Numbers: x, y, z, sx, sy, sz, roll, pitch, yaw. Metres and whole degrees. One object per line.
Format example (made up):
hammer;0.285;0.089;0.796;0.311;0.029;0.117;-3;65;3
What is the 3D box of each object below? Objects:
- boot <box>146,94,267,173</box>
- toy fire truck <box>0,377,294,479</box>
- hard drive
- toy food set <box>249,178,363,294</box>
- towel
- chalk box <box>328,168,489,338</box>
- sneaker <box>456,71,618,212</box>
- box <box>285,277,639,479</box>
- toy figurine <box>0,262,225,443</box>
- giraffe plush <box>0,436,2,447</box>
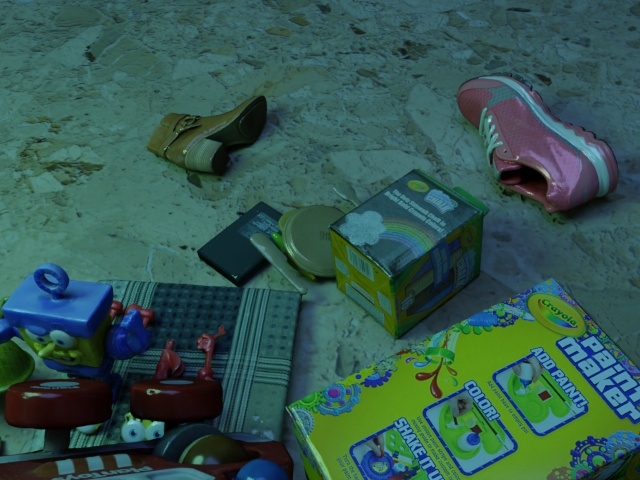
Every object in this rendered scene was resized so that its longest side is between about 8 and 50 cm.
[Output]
boot;-0.196;-0.201;1.336;0.152;0.073;0.197;18;50;28
toy fire truck;-0.158;0.225;0.719;0.302;0.170;0.254;5;-5;-34
hard drive;-0.107;0.003;1.165;0.094;0.022;0.135;33;59;31
toy food set;0.000;0.000;1.135;0.192;0.038;0.132;-33;72;-30
towel;-0.190;0.188;0.999;0.312;0.056;0.324;3;46;7
chalk box;0.136;0.003;1.059;0.213;0.132;0.132;-33;50;-22
sneaker;0.300;-0.154;1.189;0.136;0.116;0.314;-31;51;-18
box;0.145;0.234;0.734;0.279;0.290;0.177;-24;49;-13
toy figurine;-0.307;0.085;0.918;0.362;0.217;0.191;9;48;13
giraffe plush;-0.491;0.252;0.890;0.210;0.171;0.181;2;48;10
